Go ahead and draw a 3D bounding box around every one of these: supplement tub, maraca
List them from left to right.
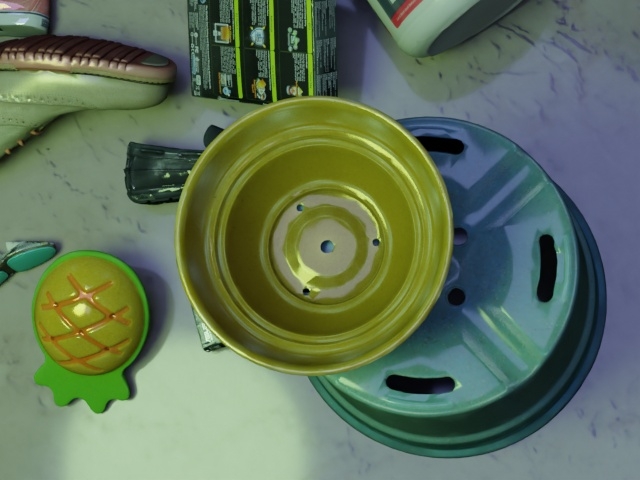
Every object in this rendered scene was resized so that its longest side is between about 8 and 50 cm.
[{"bbox_3d":[-0.249,0.098,1.414,0.127,0.099,0.186,11,109,4],"label":"maraca"},{"bbox_3d":[0.096,-0.345,1.361,0.191,0.191,0.272,-34,84,3],"label":"supplement tub"}]

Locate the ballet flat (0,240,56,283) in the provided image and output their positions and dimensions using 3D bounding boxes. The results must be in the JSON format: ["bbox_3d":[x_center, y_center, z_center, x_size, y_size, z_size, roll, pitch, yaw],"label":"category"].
[{"bbox_3d":[-0.349,0.022,1.466,0.114,0.041,0.041,-31,79,3],"label":"ballet flat"}]

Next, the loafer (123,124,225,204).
[{"bbox_3d":[-0.106,-0.087,1.424,0.223,0.076,0.078,-6,89,11],"label":"loafer"}]

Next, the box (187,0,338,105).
[{"bbox_3d":[-0.064,-0.238,1.382,0.184,0.045,0.191,10,109,37],"label":"box"}]

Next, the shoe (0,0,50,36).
[{"bbox_3d":[-0.393,-0.278,1.500,0.177,0.063,0.081,2,82,3],"label":"shoe"}]

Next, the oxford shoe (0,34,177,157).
[{"bbox_3d":[-0.348,-0.149,1.458,0.396,0.140,0.147,0,104,11],"label":"oxford shoe"}]

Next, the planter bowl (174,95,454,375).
[{"bbox_3d":[0.000,0.000,1.051,0.217,0.090,0.217,-1,83,9],"label":"planter bowl"}]

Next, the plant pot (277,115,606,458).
[{"bbox_3d":[0.110,0.041,1.246,0.341,0.334,0.341,-1,83,8],"label":"plant pot"}]

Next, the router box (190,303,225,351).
[{"bbox_3d":[-0.096,0.049,1.424,0.092,0.038,0.123,-17,80,6],"label":"router box"}]
